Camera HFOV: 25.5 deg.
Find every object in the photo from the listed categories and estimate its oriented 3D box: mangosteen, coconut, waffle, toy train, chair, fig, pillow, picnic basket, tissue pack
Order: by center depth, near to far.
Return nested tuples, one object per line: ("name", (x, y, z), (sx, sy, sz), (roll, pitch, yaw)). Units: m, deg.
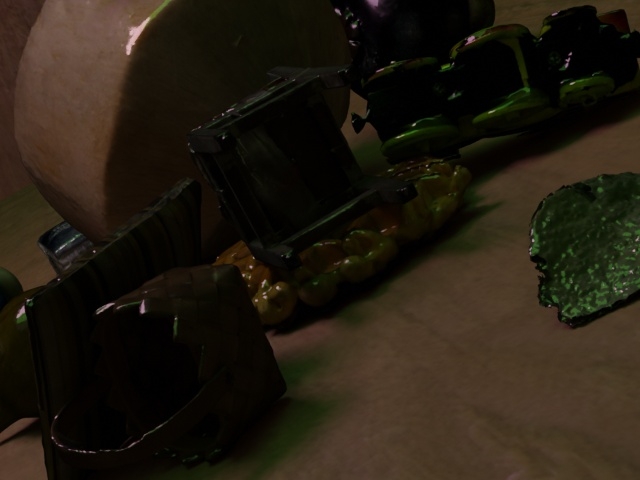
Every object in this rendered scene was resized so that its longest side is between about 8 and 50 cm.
("picnic basket", (-0.121, 0.106, 1.047), (0.128, 0.138, 0.178), (-2, 27, 45))
("pillow", (-0.161, 0.079, 1.150), (0.052, 0.208, 0.212), (20, 38, 23))
("chair", (-0.038, -0.073, 1.308), (0.147, 0.136, 0.270), (-31, 14, -12))
("fig", (-0.295, 0.152, 1.369), (0.236, 0.124, 0.124), (-51, 13, 4))
("waffle", (0.006, -0.001, 1.373), (0.301, 0.058, 0.281), (-13, 19, 49))
("toy train", (0.182, -0.154, 1.434), (0.296, 0.100, 0.160), (-14, -9, 15))
("coconut", (-0.148, -0.147, 1.609), (0.415, 0.415, 0.344), (-16, -12, 41))
("mangosteen", (0.122, -0.278, 1.871), (0.243, 0.243, 0.243), (-27, 13, 7))
("tissue pack", (-0.256, -0.031, 1.948), (0.257, 0.081, 0.185), (-31, 13, -13))

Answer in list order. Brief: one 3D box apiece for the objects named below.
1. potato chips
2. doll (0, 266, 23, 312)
("potato chips", (0.257, -0.026, 0.974), (0.228, 0.059, 0.167), (-18, 22, 20))
("doll", (-0.465, 0.139, 1.504), (0.322, 0.198, 0.186), (-19, 26, -1))
